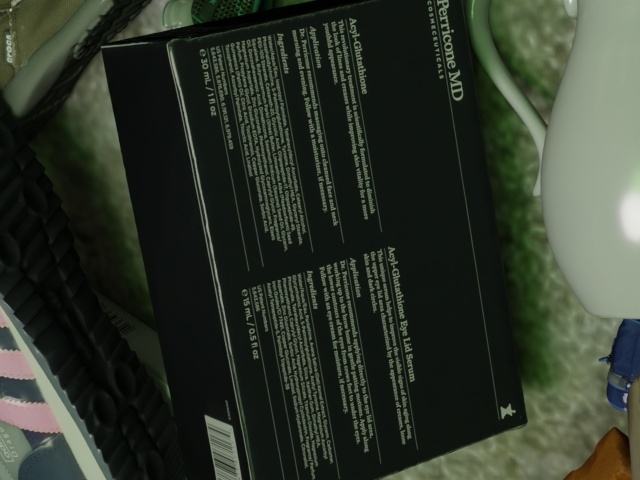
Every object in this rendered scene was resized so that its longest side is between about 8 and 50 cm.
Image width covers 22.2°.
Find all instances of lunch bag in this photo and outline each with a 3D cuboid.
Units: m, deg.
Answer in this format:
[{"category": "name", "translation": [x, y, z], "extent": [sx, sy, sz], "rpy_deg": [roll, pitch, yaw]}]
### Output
[{"category": "lunch bag", "translation": [0.208, 0.074, 0.931], "extent": [0.098, 0.067, 0.065], "rpy_deg": [12, 107, 20]}]

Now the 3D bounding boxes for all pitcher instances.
[{"category": "pitcher", "translation": [0.160, -0.064, 0.895], "extent": [0.177, 0.125, 0.207], "rpy_deg": [-2, 93, 42]}]

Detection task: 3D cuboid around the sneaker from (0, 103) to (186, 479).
[{"category": "sneaker", "translation": [-0.206, 0.048, 0.985], "extent": [0.131, 0.112, 0.319], "rpy_deg": [-20, 100, 27]}]

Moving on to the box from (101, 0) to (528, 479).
[{"category": "box", "translation": [0.000, 0.000, 0.917], "extent": [0.103, 0.184, 0.261], "rpy_deg": [11, 113, 61]}]

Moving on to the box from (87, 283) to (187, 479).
[{"category": "box", "translation": [-0.168, 0.206, 1.110], "extent": [0.232, 0.058, 0.322], "rpy_deg": [34, 113, 9]}]

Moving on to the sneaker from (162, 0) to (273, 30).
[{"category": "sneaker", "translation": [-0.027, -0.086, 0.981], "extent": [0.076, 0.065, 0.166], "rpy_deg": [-29, 95, 19]}]

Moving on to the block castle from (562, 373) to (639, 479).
[{"category": "block castle", "translation": [0.166, 0.322, 0.878], "extent": [0.303, 0.213, 0.453], "rpy_deg": [32, 119, -12]}]

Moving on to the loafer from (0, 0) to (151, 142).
[{"category": "loafer", "translation": [-0.168, -0.147, 0.996], "extent": [0.087, 0.094, 0.251], "rpy_deg": [45, 114, 0]}]
